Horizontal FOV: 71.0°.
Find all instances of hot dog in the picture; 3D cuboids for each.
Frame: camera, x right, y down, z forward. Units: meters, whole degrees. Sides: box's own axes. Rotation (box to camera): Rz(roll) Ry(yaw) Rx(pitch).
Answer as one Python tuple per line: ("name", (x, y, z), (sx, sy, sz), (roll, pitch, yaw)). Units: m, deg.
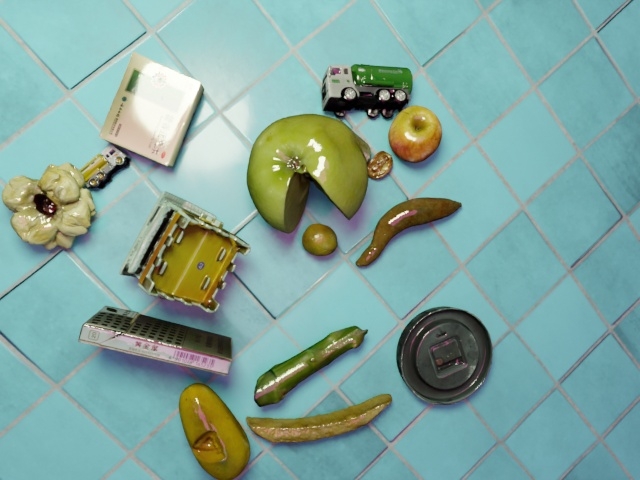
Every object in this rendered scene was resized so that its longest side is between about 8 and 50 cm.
("hot dog", (0.160, -0.203, 1.208), (0.058, 0.035, 0.083), (43, 85, -7))

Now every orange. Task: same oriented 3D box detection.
("orange", (0.000, 0.000, 1.167), (0.095, 0.085, 0.085), (26, 89, -10))

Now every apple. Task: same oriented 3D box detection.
("apple", (-0.032, -0.153, 1.050), (0.291, 0.254, 0.292), (-1, 85, 9))
("apple", (0.247, -0.274, 1.180), (0.146, 0.146, 0.147), (-1, 94, -11))

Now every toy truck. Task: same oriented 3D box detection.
("toy truck", (0.122, -0.390, 1.154), (0.242, 0.101, 0.125), (-3, 82, -14))
("toy truck", (-0.517, -0.173, 1.066), (0.123, 0.052, 0.063), (-43, 94, -4))

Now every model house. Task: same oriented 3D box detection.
("model house", (-0.320, 0.032, 1.038), (0.198, 0.215, 0.224), (28, 89, -43))

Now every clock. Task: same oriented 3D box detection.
("clock", (0.348, 0.322, 1.272), (0.280, 0.055, 0.281), (-1, 94, -11))

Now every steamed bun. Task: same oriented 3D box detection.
("steamed bun", (-0.611, -0.066, 1.010), (0.177, 0.106, 0.193), (-15, 106, 7))

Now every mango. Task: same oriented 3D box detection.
("mango", (-0.268, 0.471, 1.113), (0.129, 0.167, 0.262), (-30, 96, -22))

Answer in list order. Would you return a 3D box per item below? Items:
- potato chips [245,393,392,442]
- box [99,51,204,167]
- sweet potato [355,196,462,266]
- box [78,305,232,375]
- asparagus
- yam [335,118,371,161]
("potato chips", (0.006, 0.489, 1.214), (0.406, 0.057, 0.080), (-6, 98, -11))
("box", (-0.393, -0.300, 1.063), (0.168, 0.095, 0.212), (22, 90, -15))
("sweet potato", (0.231, -0.048, 1.213), (0.346, 0.079, 0.109), (-31, 111, -5))
("box", (-0.371, 0.233, 1.058), (0.324, 0.180, 0.047), (18, 91, -12))
("asparagus", (-0.027, 0.319, 1.185), (0.342, 0.085, 0.082), (-31, 88, -13))
("yam", (0.071, -0.255, 1.172), (0.146, 0.069, 0.070), (39, 86, -10))
